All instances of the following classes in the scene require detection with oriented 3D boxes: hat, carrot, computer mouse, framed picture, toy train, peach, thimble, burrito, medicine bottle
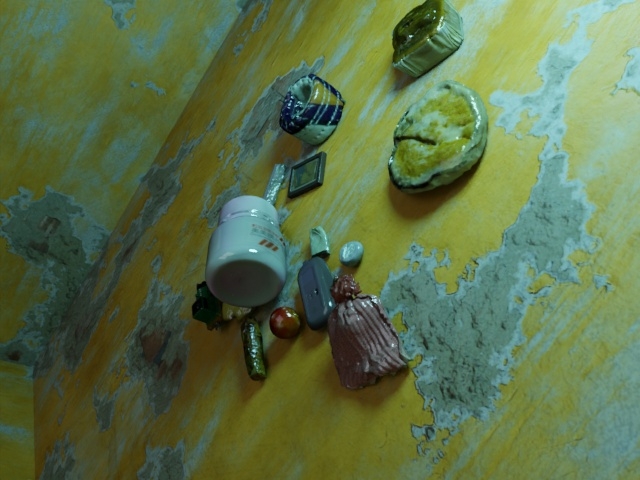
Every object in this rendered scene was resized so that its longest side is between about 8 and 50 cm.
[{"bbox_3d":[0.099,0.220,1.424,0.237,0.107,0.286,-32,70,35],"label":"hat"},{"bbox_3d":[-0.213,0.341,1.781,0.069,0.069,0.228,-43,41,26],"label":"carrot"},{"bbox_3d":[-0.009,0.156,1.648,0.120,0.057,0.232,-42,43,27],"label":"computer mouse"},{"bbox_3d":[-0.049,-0.227,1.965,0.168,0.023,0.127,-20,54,44],"label":"framed picture"},{"bbox_3d":[-0.397,0.224,2.022,0.091,0.136,0.227,-43,43,26],"label":"toy train"},{"bbox_3d":[-0.110,0.249,1.686,0.101,0.101,0.100,-29,48,38],"label":"peach"},{"bbox_3d":[-0.037,-0.467,1.995,0.237,0.150,0.237,-31,46,39],"label":"thimble"},{"bbox_3d":[-0.003,0.002,1.746,0.074,0.044,0.118,-31,48,34],"label":"burrito"},{"bbox_3d":[-0.239,0.030,1.847,0.256,0.256,0.324,-42,31,27],"label":"medicine bottle"}]

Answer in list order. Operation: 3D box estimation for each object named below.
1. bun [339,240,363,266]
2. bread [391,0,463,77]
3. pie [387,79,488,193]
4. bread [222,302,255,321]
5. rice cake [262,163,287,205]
[{"bbox_3d":[0.091,0.040,1.605,0.083,0.045,0.083,-26,50,36],"label":"bun"},{"bbox_3d":[0.310,-0.618,1.687,0.210,0.110,0.192,-26,48,40],"label":"bread"},{"bbox_3d":[0.305,-0.273,1.510,0.339,0.077,0.339,-31,43,35],"label":"pie"},{"bbox_3d":[-0.264,0.196,1.944,0.149,0.065,0.187,-13,55,35],"label":"bread"},{"bbox_3d":[-0.190,-0.163,2.079,0.055,0.049,0.269,4,73,67],"label":"rice cake"}]
